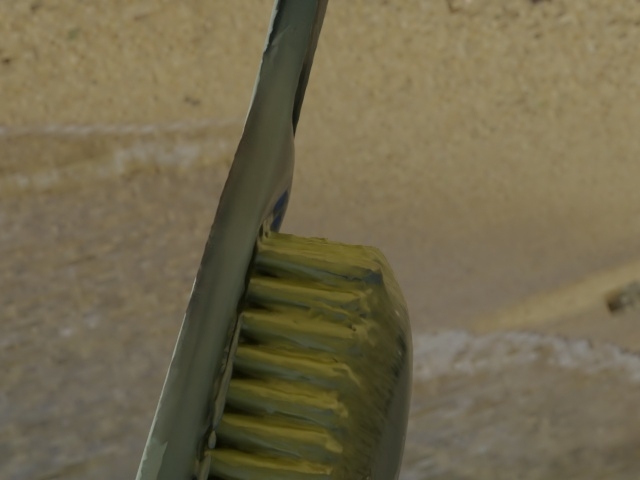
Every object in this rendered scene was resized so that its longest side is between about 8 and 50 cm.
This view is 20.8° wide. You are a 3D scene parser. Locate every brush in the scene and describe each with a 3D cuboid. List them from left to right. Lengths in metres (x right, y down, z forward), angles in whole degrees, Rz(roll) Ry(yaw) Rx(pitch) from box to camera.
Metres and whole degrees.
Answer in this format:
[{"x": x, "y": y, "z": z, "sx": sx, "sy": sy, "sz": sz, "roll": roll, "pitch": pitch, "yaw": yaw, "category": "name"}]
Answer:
[{"x": 0.000, "y": 0.000, "z": 0.416, "sx": 0.060, "sy": 0.297, "sz": 0.068, "roll": 12, "pitch": 164, "yaw": 3, "category": "brush"}]
